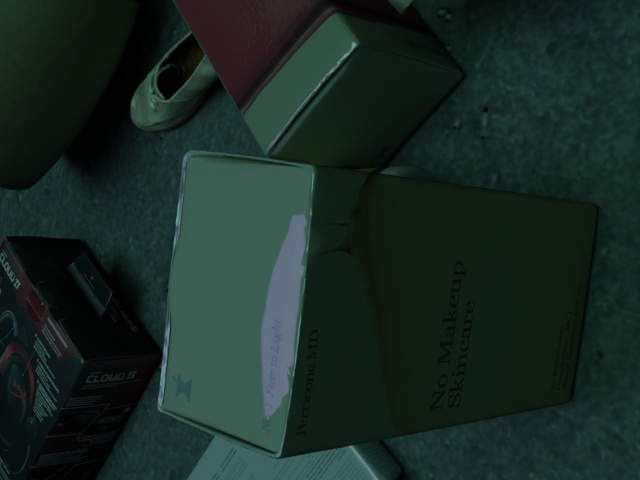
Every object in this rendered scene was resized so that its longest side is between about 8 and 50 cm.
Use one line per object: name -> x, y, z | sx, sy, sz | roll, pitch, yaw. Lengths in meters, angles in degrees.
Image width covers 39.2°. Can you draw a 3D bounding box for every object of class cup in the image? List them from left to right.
cup -> -0.344, -0.256, 0.998 | 0.237, 0.331, 0.331 | -36, 63, 7

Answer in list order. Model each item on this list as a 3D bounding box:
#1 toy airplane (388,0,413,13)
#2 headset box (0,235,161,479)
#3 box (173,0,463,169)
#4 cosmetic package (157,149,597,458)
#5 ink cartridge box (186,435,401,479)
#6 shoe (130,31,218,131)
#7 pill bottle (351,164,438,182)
toy airplane -> 0.193, -0.297, 0.513 | 0.384, 0.272, 0.386 | -61, 19, 7
headset box -> -0.325, 0.151, 1.067 | 0.218, 0.110, 0.293 | 46, 118, 32
box -> -0.013, -0.188, 0.774 | 0.127, 0.148, 0.232 | -47, 60, 30
cosmetic package -> 0.055, 0.036, 0.597 | 0.113, 0.309, 0.160 | 10, 96, 42
ink cartridge box -> -0.021, 0.251, 0.836 | 0.224, 0.045, 0.223 | 49, 120, 30
shoe -> -0.143, -0.184, 0.950 | 0.219, 0.058, 0.076 | -30, 69, 37
pill bottle -> 0.000, 0.000, 0.776 | 0.208, 0.119, 0.119 | -1, 88, 42
